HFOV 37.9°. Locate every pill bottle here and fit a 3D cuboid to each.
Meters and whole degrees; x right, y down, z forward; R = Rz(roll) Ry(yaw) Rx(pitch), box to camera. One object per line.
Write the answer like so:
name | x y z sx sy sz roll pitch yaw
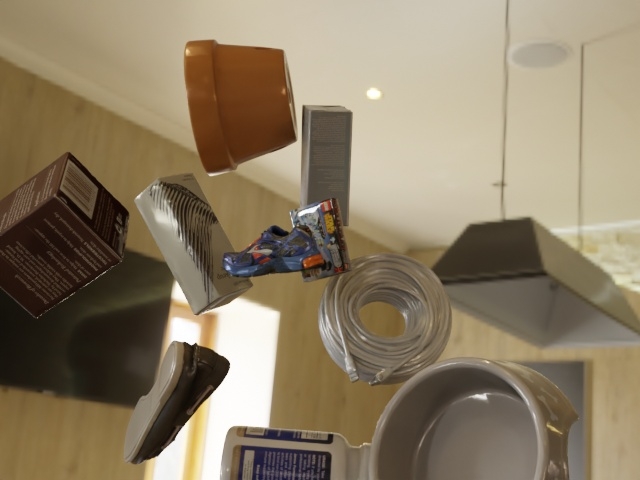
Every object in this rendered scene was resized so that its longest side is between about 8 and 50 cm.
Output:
pill bottle | -0.031 0.395 1.567 0.264 0.153 0.153 4 -15 2

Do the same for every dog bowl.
dog bowl | 0.223 0.335 1.411 0.348 0.349 0.102 -7 -28 38

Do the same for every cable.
cable | 0.124 0.149 1.790 0.257 0.257 0.089 -18 -27 -17

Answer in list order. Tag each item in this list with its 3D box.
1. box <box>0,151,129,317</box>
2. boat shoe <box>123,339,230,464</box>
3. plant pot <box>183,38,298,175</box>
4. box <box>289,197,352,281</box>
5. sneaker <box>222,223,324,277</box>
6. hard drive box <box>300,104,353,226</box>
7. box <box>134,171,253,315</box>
box | -0.469 -0.011 1.637 0.203 0.168 0.167 -33 -60 15
boat shoe | -0.246 0.285 1.550 0.095 0.112 0.335 15 -44 -19
plant pot | -0.162 -0.295 1.998 0.203 0.291 0.291 -8 -16 4
box | 0.000 0.000 1.699 0.093 0.137 0.027 -16 -10 31
sneaker | -0.087 0.017 1.660 0.221 0.087 0.083 -8 -1 36
hard drive box | 0.009 -0.159 1.926 0.089 0.232 0.181 1 13 -6
box | -0.257 0.004 1.885 0.094 0.275 0.113 -36 -10 35
